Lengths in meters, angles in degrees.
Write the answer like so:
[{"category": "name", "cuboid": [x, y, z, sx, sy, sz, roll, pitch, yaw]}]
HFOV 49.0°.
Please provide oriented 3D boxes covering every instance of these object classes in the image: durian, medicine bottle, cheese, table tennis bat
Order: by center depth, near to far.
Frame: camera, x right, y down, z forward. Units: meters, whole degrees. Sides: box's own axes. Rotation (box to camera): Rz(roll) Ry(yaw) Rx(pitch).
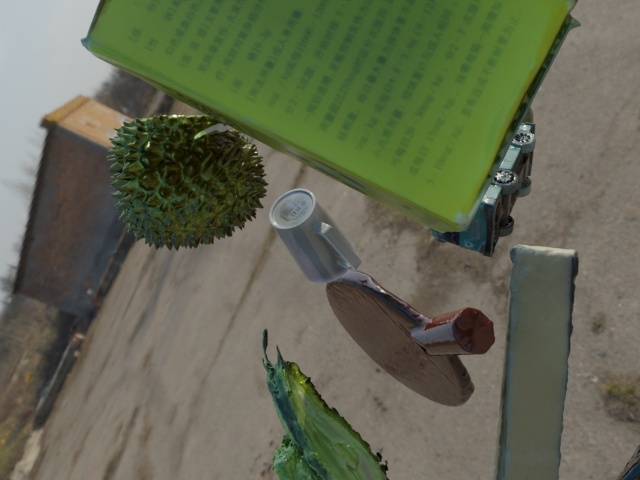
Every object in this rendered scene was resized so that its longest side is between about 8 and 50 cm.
[{"category": "medicine bottle", "cuboid": [0.006, -0.115, 0.438, 0.141, 0.250, 0.137, -64, -6, 6]}, {"category": "durian", "cuboid": [0.015, 0.271, 0.831, 0.132, 0.375, 0.106, -20, -28, -48]}, {"category": "cheese", "cuboid": [0.252, 0.205, 0.840, 0.034, 0.085, 0.400, -22, -65, -86]}, {"category": "durian", "cuboid": [-0.169, -0.076, 0.911, 0.200, 0.176, 0.237, -25, 1, -20]}, {"category": "table tennis bat", "cuboid": [0.125, 0.139, 1.001, 0.051, 0.268, 0.415, -44, 3, -17]}]

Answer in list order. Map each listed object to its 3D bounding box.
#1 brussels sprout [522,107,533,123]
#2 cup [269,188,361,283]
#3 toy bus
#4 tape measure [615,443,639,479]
[{"category": "brussels sprout", "cuboid": [0.253, -0.183, 1.094, 0.155, 0.155, 0.117, -14, 97, 68]}, {"category": "cup", "cuboid": [0.000, 0.000, 0.852, 0.104, 0.116, 0.074, 28, 71, 40]}, {"category": "toy bus", "cuboid": [0.179, -0.063, 0.780, 0.160, 0.092, 0.079, -55, -32, -39]}, {"category": "tape measure", "cuboid": [0.224, 0.132, 0.301, 0.181, 0.182, 0.107, -24, -32, -54]}]
